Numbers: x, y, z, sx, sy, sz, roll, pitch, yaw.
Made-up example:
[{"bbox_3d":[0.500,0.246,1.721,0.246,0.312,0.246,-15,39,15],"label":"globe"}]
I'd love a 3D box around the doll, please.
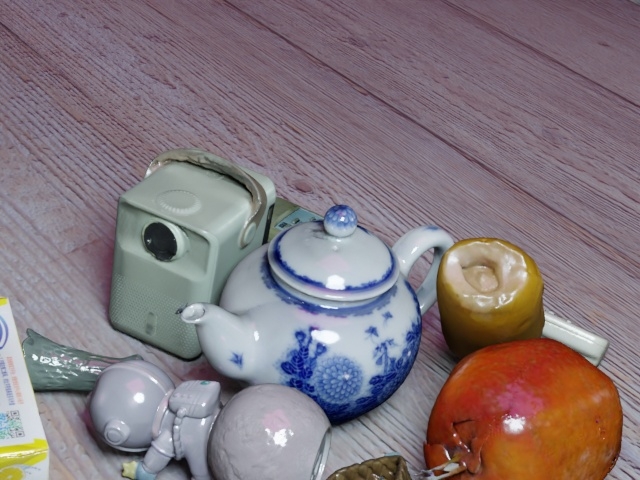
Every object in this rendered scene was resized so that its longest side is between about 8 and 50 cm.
[{"bbox_3d":[-0.134,0.209,1.363,0.287,0.151,0.151,15,32,13],"label":"doll"}]

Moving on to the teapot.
[{"bbox_3d":[0.005,0.076,1.474,0.423,0.280,0.252,-16,41,-35],"label":"teapot"}]

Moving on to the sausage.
[{"bbox_3d":[0.216,0.097,1.531,0.134,0.354,0.116,-5,69,9],"label":"sausage"}]

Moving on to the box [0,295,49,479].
[{"bbox_3d":[-0.359,0.200,1.288,0.097,0.168,0.265,-6,34,-21],"label":"box"}]

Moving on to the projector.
[{"bbox_3d":[-0.168,0.005,1.575,0.163,0.243,0.177,23,33,16],"label":"projector"}]

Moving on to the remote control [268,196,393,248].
[{"bbox_3d":[0.000,0.000,1.820,0.233,0.038,0.098,25,36,20],"label":"remote control"}]

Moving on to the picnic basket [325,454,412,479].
[{"bbox_3d":[0.040,0.303,1.292,0.110,0.055,0.193,-18,13,22],"label":"picnic basket"}]

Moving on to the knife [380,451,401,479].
[{"bbox_3d":[0.066,0.311,1.373,0.028,0.015,0.210,21,34,4],"label":"knife"}]

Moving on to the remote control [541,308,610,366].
[{"bbox_3d":[0.292,0.112,1.704,0.230,0.049,0.090,25,2,20],"label":"remote control"}]

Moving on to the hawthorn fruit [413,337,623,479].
[{"bbox_3d":[0.208,0.225,1.362,0.211,0.211,0.299,32,31,30],"label":"hawthorn fruit"}]

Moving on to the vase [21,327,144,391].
[{"bbox_3d":[-0.287,0.158,1.458,0.148,0.081,0.081,11,32,-6],"label":"vase"}]
